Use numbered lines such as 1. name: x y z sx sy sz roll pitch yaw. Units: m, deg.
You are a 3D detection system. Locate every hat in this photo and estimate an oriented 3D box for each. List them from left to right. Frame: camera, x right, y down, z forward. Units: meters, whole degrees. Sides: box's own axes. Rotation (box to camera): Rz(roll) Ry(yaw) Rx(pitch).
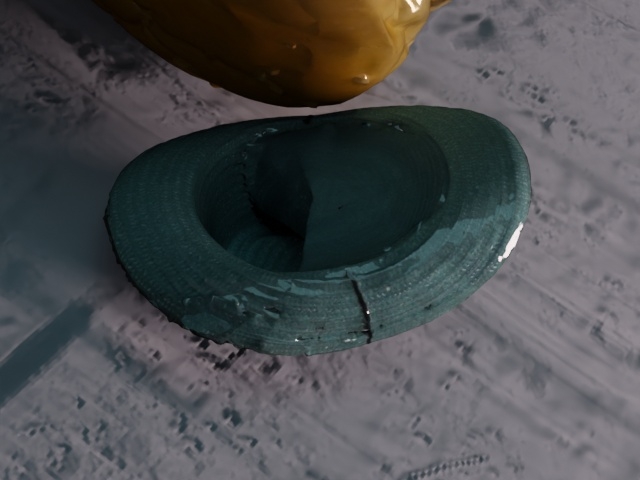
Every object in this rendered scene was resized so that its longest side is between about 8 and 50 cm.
1. hat: 0.000 0.000 0.599 0.191 0.078 0.138 -8 43 -5

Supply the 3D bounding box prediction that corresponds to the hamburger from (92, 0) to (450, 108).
1. hamburger: -0.061 -0.189 0.609 0.319 0.318 0.158 37 76 11
